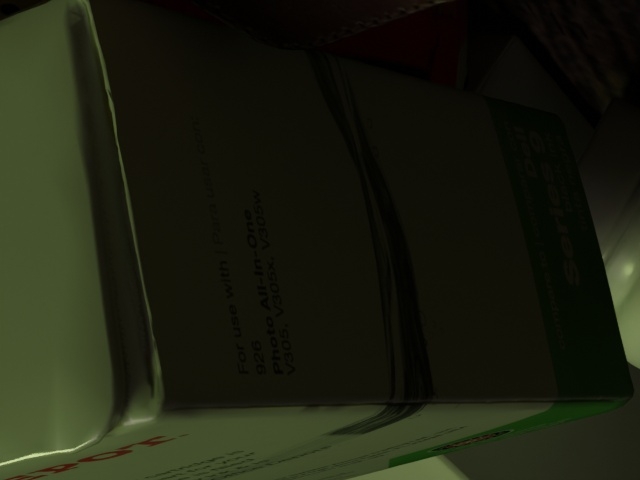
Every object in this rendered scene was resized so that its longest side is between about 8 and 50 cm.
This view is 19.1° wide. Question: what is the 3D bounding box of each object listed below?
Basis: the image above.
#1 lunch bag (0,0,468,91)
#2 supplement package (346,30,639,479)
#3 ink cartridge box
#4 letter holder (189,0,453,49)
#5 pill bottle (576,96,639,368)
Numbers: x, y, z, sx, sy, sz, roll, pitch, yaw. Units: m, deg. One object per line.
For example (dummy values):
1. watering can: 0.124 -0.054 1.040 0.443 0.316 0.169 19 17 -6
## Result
1. lunch bag: -0.076 -0.087 0.729 0.258 0.120 0.293 3 178 36
2. supplement package: 0.071 0.045 0.952 0.177 0.175 0.293 14 157 48
3. ink cartridge box: -0.057 0.023 0.633 0.211 0.121 0.289 -18 167 30
4. letter holder: -0.082 -0.193 0.485 0.214 0.152 0.302 -15 134 45
5. pill bottle: 0.185 0.020 0.799 0.187 0.112 0.112 29 163 5
